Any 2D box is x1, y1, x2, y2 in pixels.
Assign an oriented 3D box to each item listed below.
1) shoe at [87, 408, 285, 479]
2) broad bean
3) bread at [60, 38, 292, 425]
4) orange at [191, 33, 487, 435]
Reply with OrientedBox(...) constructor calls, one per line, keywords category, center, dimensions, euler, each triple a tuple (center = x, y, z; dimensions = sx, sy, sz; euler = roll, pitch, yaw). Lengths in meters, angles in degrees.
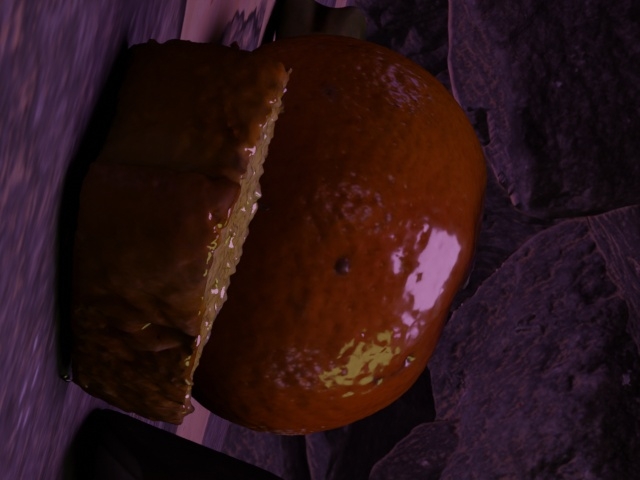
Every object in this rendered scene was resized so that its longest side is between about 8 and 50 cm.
OrientedBox(category="shoe", center=(-0.080, 0.155, 0.876), dimensions=(0.275, 0.103, 0.098), euler=(109, -1, -77))
OrientedBox(category="broad bean", center=(-0.021, -0.094, 1.273), dimensions=(0.153, 0.072, 0.207), euler=(72, 34, -78))
OrientedBox(category="bread", center=(-0.058, 0.000, 0.633), dimensions=(0.187, 0.065, 0.103), euler=(102, 2, -65))
OrientedBox(category="orange", center=(0.000, 0.000, 0.901), dimensions=(0.224, 0.170, 0.224), euler=(16, 90, -88))
